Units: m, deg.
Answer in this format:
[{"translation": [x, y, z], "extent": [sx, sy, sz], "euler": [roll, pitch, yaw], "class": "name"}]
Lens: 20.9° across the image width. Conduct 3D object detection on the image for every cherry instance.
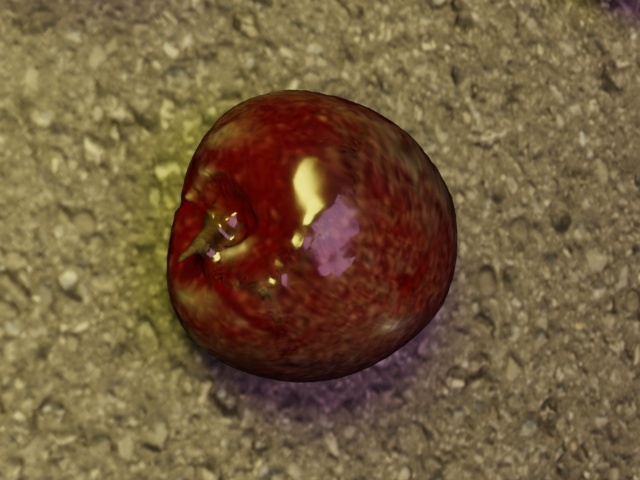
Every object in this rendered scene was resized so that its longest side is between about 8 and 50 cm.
[{"translation": [0.000, 0.000, 1.394], "extent": [0.300, 0.203, 0.230], "euler": [10, 84, -49], "class": "cherry"}]
